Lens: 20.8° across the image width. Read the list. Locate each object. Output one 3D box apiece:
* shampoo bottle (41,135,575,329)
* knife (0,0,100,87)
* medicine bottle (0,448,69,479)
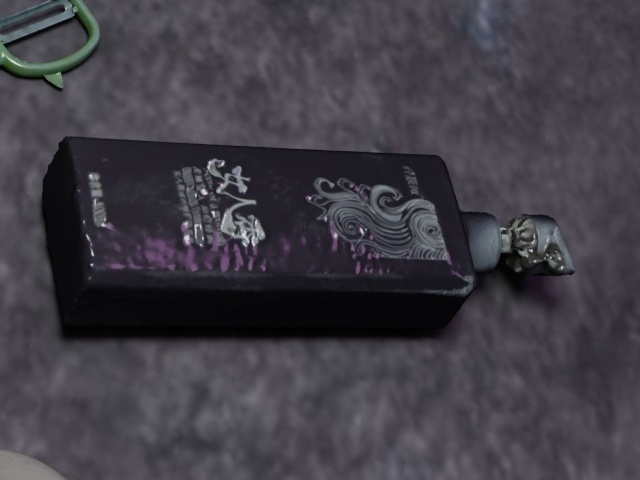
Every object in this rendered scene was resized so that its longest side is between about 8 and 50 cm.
[{"bbox_3d":[0.000,-0.001,1.002,0.309,0.071,0.098,2,54,-26],"label":"shampoo bottle"},{"bbox_3d":[-0.209,-0.089,1.002,0.212,0.015,0.054,-29,80,-37],"label":"knife"},{"bbox_3d":[-0.098,0.278,0.708,0.375,0.123,0.282,43,60,9],"label":"medicine bottle"}]
